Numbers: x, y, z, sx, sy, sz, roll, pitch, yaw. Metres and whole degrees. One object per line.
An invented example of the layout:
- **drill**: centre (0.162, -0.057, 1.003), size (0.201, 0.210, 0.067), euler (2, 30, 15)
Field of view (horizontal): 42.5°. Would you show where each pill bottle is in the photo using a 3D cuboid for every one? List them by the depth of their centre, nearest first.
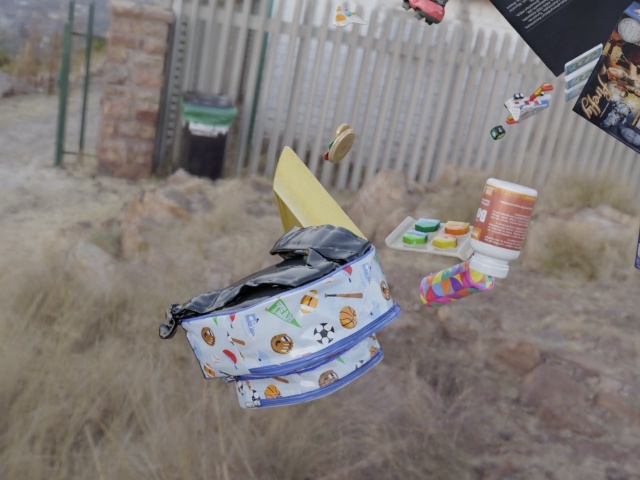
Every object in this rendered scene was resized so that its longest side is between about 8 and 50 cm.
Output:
- **pill bottle**: centre (0.418, -0.028, 1.917), size (0.121, 0.216, 0.121), euler (15, 8, -2)

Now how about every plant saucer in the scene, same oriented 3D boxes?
- **plant saucer**: centre (0.000, 0.000, 1.858), size (0.081, 0.333, 0.332), euler (-33, 62, -12)

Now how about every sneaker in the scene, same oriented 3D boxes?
- **sneaker**: centre (0.160, -0.550, 1.626), size (0.276, 0.135, 0.098), euler (42, 22, 17)

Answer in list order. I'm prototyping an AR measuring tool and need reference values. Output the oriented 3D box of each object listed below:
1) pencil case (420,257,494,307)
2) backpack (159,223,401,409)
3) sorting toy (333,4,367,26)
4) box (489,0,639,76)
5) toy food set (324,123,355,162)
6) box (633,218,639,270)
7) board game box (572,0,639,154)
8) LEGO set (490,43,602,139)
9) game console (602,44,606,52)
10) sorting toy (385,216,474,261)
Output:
- **pencil case**: centre (0.364, 0.113, 2.202), size (0.104, 0.104, 0.236), euler (1, -15, -28)
- **backpack**: centre (-0.030, 0.106, 1.119), size (0.276, 0.213, 0.263), euler (-34, 5, -38)
- **sorting toy**: centre (0.068, -0.494, 1.837), size (0.075, 0.045, 0.083), euler (14, 15, -3)
- **box**: centre (0.513, -0.746, 1.995), size (0.472, 0.297, 0.480), euler (35, 33, -31)
- **toy food set**: centre (0.039, -0.190, 1.642), size (0.020, 0.082, 0.083), euler (36, 4, 19)
- **box**: centre (0.636, 0.026, 1.485), size (0.136, 0.036, 0.225), euler (43, -8, 31)
- **board game box**: centre (0.563, -0.277, 1.450), size (0.165, 0.243, 0.042), euler (38, 60, 18)
- **LEGO set**: centre (0.446, -0.270, 1.611), size (0.060, 0.244, 0.182), euler (64, 9, 17)
- **game console**: centre (0.803, -0.672, 2.315), size (0.044, 0.213, 0.361), euler (-15, 61, -28)
- **sorting toy**: centre (0.288, -0.013, 2.050), size (0.208, 0.038, 0.193), euler (11, 25, 23)
